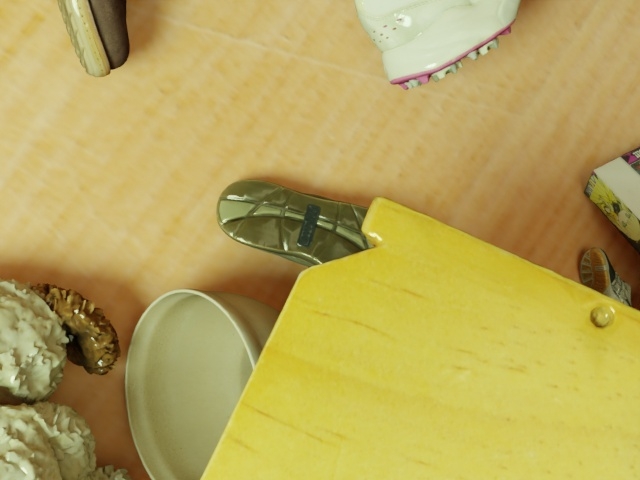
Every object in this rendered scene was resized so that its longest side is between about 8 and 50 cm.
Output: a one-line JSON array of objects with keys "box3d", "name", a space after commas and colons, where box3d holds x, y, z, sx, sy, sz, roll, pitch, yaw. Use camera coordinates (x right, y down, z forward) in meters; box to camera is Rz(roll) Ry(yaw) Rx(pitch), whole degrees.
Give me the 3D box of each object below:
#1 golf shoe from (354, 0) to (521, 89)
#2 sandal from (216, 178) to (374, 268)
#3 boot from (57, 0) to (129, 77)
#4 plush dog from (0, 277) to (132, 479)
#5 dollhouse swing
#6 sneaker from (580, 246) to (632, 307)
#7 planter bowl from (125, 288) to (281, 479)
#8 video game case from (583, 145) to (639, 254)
[{"box3d": [0.156, -0.257, 0.790, 0.306, 0.115, 0.140, -37, 99, -15], "name": "golf shoe"}, {"box3d": [0.000, 0.000, 0.778, 0.180, 0.049, 0.072, 21, 79, -3], "name": "sandal"}, {"box3d": [-0.105, -0.255, 0.710, 0.207, 0.090, 0.248, -8, 90, -16], "name": "boot"}, {"box3d": [-0.247, 0.128, 0.637, 0.262, 0.210, 0.225, -3, 67, -19], "name": "plush dog"}, {"box3d": [0.086, 0.204, 0.702, 0.315, 0.305, 0.346, 25, 81, 5], "name": "dollhouse swing"}, {"box3d": [0.270, 0.042, 0.878, 0.037, 0.032, 0.083, -26, 104, -30], "name": "sneaker"}, {"box3d": [-0.058, 0.113, 0.712, 0.109, 0.162, 0.162, -3, 92, -45], "name": "planter bowl"}, {"box3d": [0.397, -0.028, 0.849, 0.232, 0.042, 0.210, -25, 60, -16], "name": "video game case"}]
